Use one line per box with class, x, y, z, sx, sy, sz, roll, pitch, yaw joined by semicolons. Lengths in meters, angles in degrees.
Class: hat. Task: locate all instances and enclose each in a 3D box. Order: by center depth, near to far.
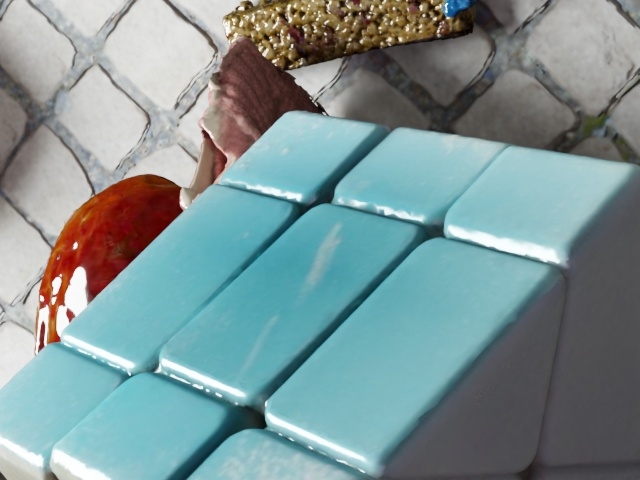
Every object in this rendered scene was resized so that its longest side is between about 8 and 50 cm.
hat;0.000;0.000;1.157;0.107;0.237;0.286;-23;133;37

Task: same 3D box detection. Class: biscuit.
biscuit;0.020;-0.170;1.175;0.199;0.034;0.064;-10;105;21

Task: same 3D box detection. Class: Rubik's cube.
Rubik's cube;0.044;0.146;0.930;0.316;0.322;0.319;17;144;50

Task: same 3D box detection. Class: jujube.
jujube;-0.143;0.077;1.225;0.190;0.190;0.255;27;96;8

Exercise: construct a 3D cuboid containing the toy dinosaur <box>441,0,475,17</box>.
toy dinosaur;0.133;-0.323;1.056;0.144;0.076;0.329;38;112;3
